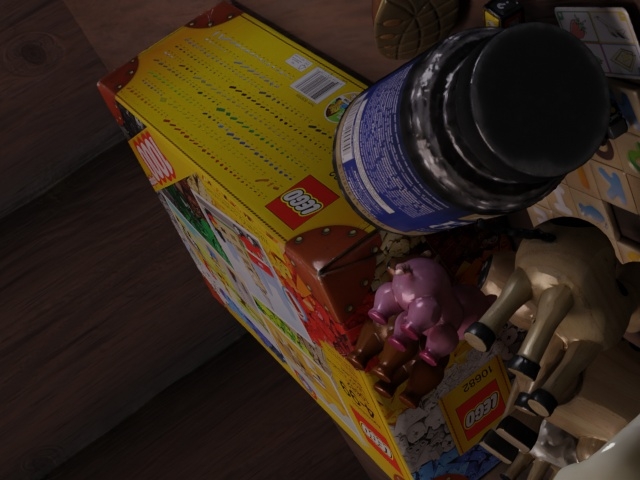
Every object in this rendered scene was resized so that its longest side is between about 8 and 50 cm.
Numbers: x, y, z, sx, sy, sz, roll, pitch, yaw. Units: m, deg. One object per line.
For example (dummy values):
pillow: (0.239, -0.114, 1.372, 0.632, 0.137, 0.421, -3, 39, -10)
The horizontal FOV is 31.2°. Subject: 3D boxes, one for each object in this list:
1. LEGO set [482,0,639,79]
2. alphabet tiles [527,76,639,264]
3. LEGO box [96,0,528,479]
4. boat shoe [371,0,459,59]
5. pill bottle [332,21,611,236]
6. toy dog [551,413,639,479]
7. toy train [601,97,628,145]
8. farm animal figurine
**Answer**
LEGO set: (0.142, -0.163, 0.672, 0.182, 0.060, 0.244, 64, 165, -21)
alphabet tiles: (0.186, -0.059, 0.877, 0.237, 0.009, 0.198, 33, 156, 56)
LEGO box: (0.000, 0.000, 1.263, 0.500, 0.193, 0.372, 39, 160, 48)
boat shoe: (0.068, -0.201, 0.845, 0.178, 0.064, 0.060, 85, 177, -63)
pill bottle: (0.096, -0.072, 0.770, 0.122, 0.123, 0.219, 56, 163, -6)
toy dog: (0.318, 0.182, 0.449, 0.408, 0.284, 0.395, 50, 179, 20)
toy train: (0.158, -0.094, 0.807, 0.036, 0.027, 0.158, 64, 164, -21)
farm animal figurine: (0.188, 0.084, 0.891, 0.327, 0.172, 0.330, 40, 164, -11)
